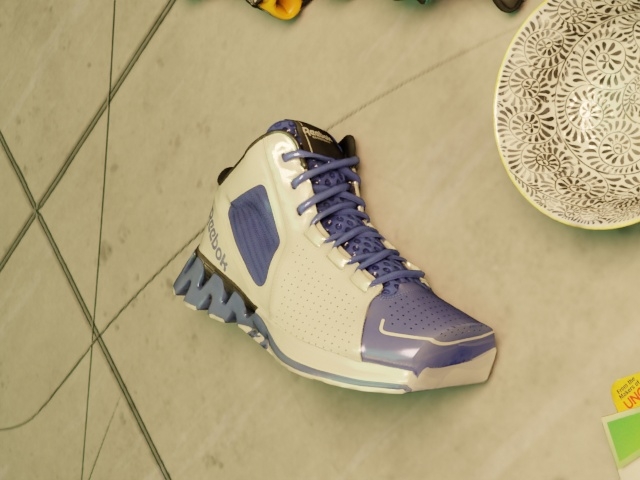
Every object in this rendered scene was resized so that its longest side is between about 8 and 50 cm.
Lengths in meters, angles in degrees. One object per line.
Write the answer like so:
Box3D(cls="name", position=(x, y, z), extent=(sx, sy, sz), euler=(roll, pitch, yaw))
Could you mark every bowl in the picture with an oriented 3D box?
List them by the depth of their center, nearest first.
Box3D(cls="bowl", position=(0.209, -0.090, 0.766), extent=(0.170, 0.080, 0.170), euler=(-2, 87, 42))

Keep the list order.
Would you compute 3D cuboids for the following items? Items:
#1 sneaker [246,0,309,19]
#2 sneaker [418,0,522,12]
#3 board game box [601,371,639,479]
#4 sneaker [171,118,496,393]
Box3D(cls="sneaker", position=(-0.061, -0.245, 1.014), extent=(0.225, 0.088, 0.093), euler=(0, 90, 43))
Box3D(cls="sneaker", position=(0.043, -0.240, 0.877), extent=(0.267, 0.101, 0.106), euler=(11, 113, 21))
Box3D(cls="board game box", position=(0.274, 0.201, 0.733), extent=(0.124, 0.039, 0.259), euler=(-27, 68, 38))
Box3D(cls="sneaker", position=(-0.001, 0.000, 0.926), extent=(0.315, 0.127, 0.182), euler=(21, 105, 43))
